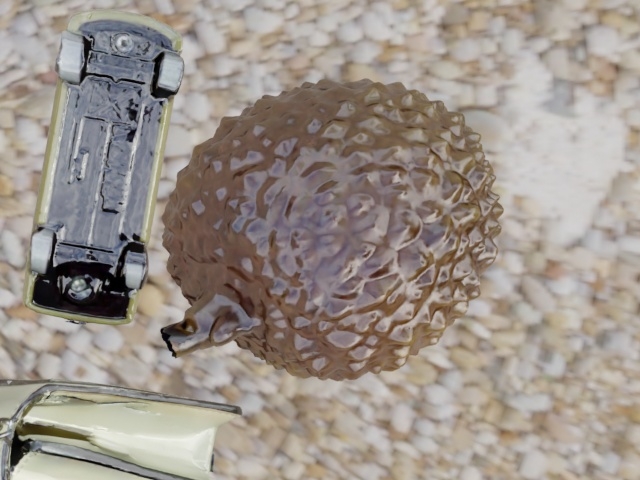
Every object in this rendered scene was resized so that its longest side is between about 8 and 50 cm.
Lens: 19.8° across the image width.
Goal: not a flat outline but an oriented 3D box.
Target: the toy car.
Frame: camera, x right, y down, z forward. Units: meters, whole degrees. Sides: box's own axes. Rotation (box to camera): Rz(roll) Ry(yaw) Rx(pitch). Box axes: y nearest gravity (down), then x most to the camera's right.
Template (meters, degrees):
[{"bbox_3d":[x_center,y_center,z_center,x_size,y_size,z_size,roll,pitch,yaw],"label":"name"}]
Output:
[{"bbox_3d":[-0.178,-0.065,1.499,0.101,0.124,0.257,10,103,-8],"label":"toy car"}]

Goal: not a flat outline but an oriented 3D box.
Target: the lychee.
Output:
[{"bbox_3d":[0.000,0.000,1.134,0.238,0.200,0.200,-40,102,-19],"label":"lychee"}]

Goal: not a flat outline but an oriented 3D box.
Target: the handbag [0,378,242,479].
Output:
[{"bbox_3d":[-0.266,0.194,1.504,0.237,0.358,0.160,21,71,-42],"label":"handbag"}]
